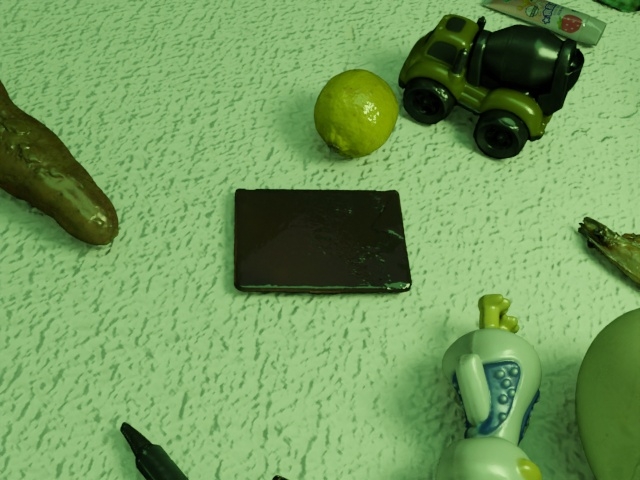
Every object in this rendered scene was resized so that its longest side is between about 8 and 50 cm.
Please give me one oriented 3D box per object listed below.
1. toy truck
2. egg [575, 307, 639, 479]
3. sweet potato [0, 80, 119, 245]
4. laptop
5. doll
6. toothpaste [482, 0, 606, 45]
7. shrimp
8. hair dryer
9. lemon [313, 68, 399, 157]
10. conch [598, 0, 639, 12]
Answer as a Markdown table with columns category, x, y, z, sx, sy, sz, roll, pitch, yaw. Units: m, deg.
| category | x | y | z | sx | sy | sz | roll | pitch | yaw |
| --- | --- | --- | --- | --- | --- | --- | --- | --- | --- |
| toy truck | 0.227 | -0.232 | 0.949 | 0.224 | 0.165 | 0.147 | 26 | 56 | 10 |
| egg | 0.359 | 0.182 | 0.648 | 0.219 | 0.219 | 0.269 | -12 | 46 | -16 |
| sweet potato | -0.368 | -0.112 | 0.826 | 0.354 | 0.095 | 0.106 | 45 | 33 | 23 |
| laptop | 0.000 | 0.000 | 0.842 | 0.207 | 0.026 | 0.154 | 0 | 57 | -7 |
| doll | 0.165 | 0.188 | 0.678 | 0.119 | 0.138 | 0.293 | -13 | 43 | 33 |
| toothpaste | 0.367 | -0.372 | 1.147 | 0.194 | 0.043 | 0.067 | 28 | 59 | 18 |
| shrimp | 0.409 | 0.018 | 0.877 | 0.180 | 0.041 | 0.099 | 31 | 56 | 14 |
| hair dryer | -0.135 | 0.254 | 0.635 | 0.195 | 0.050 | 0.173 | 29 | 55 | 17 |
| lemon | 0.045 | -0.164 | 0.911 | 0.109 | 0.109 | 0.133 | 30 | 62 | 13 |
| conch | 0.561 | -0.490 | 1.209 | 0.176 | 0.122 | 0.188 | 4 | 47 | 25 |
